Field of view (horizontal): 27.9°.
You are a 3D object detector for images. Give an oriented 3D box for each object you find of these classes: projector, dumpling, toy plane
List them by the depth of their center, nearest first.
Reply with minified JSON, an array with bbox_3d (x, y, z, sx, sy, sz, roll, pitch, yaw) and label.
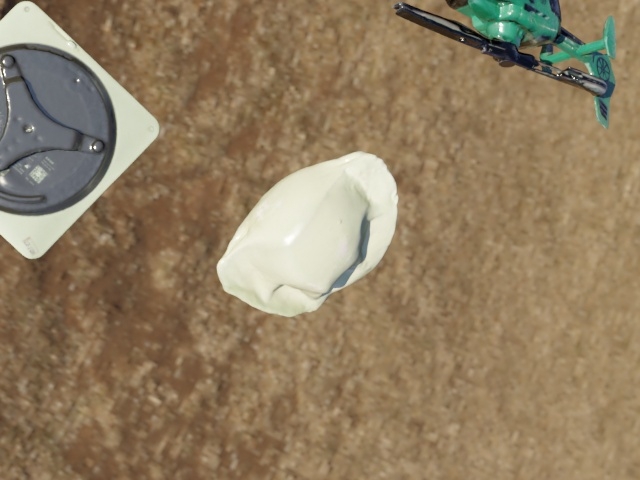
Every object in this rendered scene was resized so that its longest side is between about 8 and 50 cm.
[{"bbox_3d":[0.232,-0.254,1.462,0.381,0.106,0.155,21,67,-44],"label":"toy plane"},{"bbox_3d":[0.000,0.000,1.616,0.252,0.131,0.179,-44,122,5],"label":"dumpling"},{"bbox_3d":[-0.392,-0.148,1.741,0.257,0.079,0.259,44,85,-6],"label":"projector"}]
